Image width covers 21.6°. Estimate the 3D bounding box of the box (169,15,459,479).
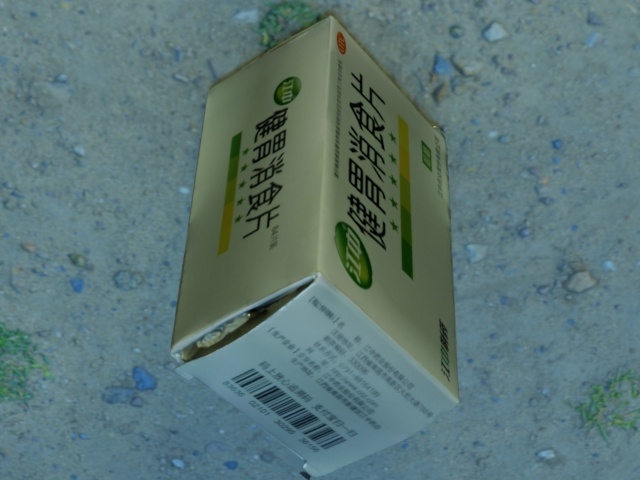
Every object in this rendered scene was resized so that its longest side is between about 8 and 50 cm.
[{"bbox_3d":[0.000,0.002,1.313,0.145,0.333,0.173,-30,124,27],"label":"box"}]
